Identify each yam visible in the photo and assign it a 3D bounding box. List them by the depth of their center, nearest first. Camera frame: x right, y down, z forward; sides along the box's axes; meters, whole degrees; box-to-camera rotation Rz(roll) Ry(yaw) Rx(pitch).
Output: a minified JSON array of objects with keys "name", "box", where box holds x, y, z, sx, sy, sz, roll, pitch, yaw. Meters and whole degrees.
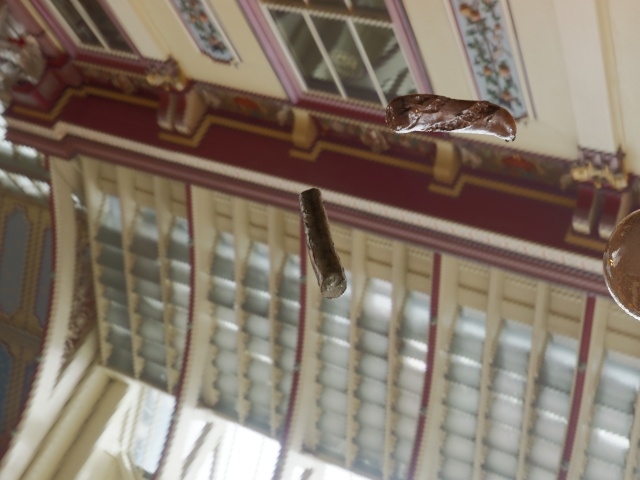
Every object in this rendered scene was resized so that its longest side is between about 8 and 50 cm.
[{"name":"yam","box":[0.000,0.000,1.061,0.032,0.032,0.145,-22,-137,8]}]

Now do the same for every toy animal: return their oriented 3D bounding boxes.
[{"name":"toy animal","box":[0.522,0.012,1.450,0.326,0.237,0.269,-1,-142,-30]}]

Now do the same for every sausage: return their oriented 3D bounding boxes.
[{"name":"sausage","box":[0.135,-0.124,1.040,0.036,0.158,0.042,50,-50,50]}]
